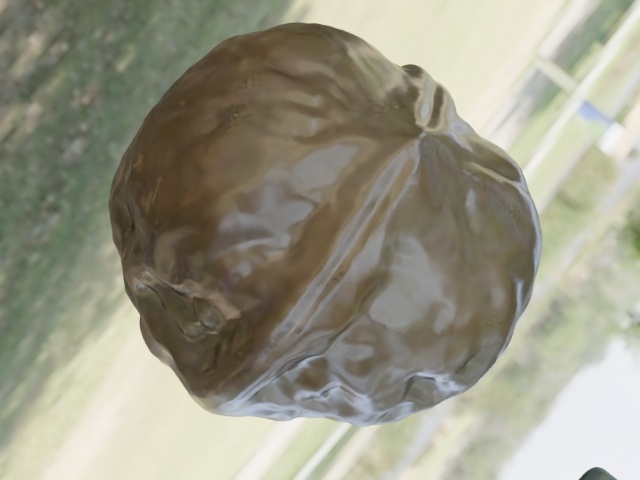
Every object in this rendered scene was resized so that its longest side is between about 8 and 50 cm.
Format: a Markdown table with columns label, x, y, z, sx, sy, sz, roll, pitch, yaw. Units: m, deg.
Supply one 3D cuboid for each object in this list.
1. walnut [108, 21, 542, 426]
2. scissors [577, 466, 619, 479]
| label | x | y | z | sx | sy | sz | roll | pitch | yaw |
| --- | --- | --- | --- | --- | --- | --- | --- | --- | --- |
| walnut | -0.002 | -0.002 | 1.094 | 0.227 | 0.273 | 0.273 | -28 | 162 | -29 |
| scissors | 0.176 | 0.298 | 0.909 | 0.191 | 0.360 | 0.029 | -25 | 161 | -3 |
